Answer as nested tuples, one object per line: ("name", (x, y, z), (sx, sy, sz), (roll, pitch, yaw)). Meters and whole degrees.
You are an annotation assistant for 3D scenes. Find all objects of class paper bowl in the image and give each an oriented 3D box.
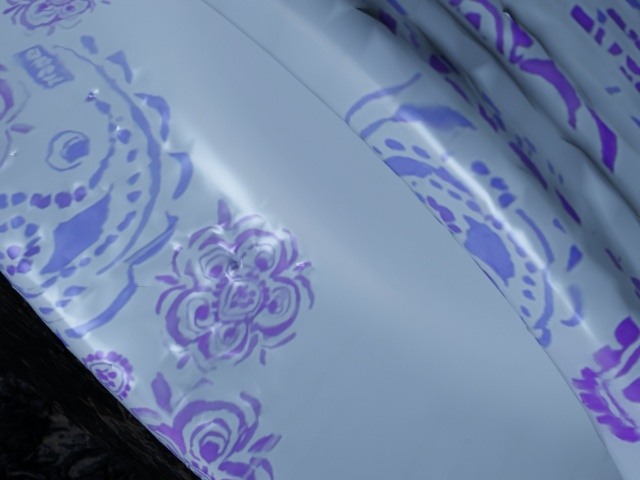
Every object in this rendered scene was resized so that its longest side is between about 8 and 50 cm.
("paper bowl", (0.022, -0.032, 0.465), (0.284, 0.148, 0.284), (39, 159, 18))
